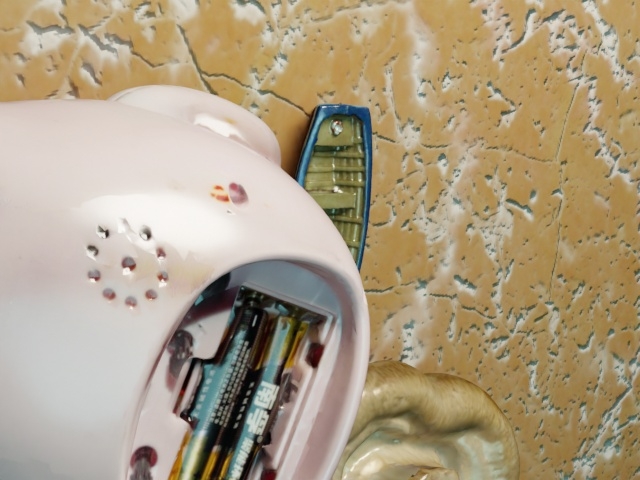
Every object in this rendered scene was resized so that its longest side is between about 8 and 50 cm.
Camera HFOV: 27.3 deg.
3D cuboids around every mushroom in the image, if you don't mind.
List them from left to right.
[{"bbox_3d":[0.060,0.225,1.128,0.278,0.146,0.278,-1,91,-37],"label":"mushroom"}]

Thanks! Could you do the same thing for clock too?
[{"bbox_3d":[-0.158,0.064,0.847,0.376,0.250,0.368,23,87,-39],"label":"clock"}]

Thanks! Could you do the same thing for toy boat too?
[{"bbox_3d":[0.000,0.000,1.084,0.080,0.046,0.229,-3,104,-38],"label":"toy boat"}]
